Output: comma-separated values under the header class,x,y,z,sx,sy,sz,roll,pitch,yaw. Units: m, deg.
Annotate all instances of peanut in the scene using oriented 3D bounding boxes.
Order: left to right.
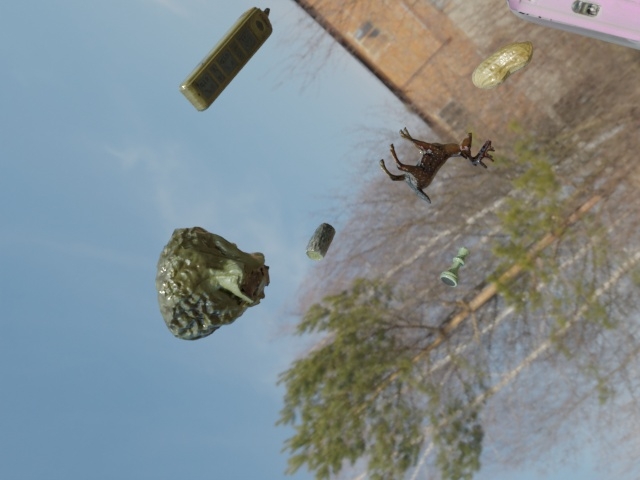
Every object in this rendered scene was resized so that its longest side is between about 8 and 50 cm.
class,x,y,z,sx,sy,sz,roll,pitch,yaw
peanut,0.506,-0.488,1.917,0.083,0.194,0.093,48,-135,-12

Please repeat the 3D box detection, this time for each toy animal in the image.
class,x,y,z,sx,sy,sz,roll,pitch,yaw
toy animal,0.317,-0.216,1.869,0.260,0.243,0.087,33,171,7

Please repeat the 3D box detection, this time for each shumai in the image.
class,x,y,z,sx,sy,sz,roll,pitch,yaw
shumai,-0.225,0.093,1.497,0.189,0.218,0.256,-72,-26,-68

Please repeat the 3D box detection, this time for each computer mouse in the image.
class,x,y,z,sx,sy,sz,roll,pitch,yaw
computer mouse,0.416,-0.350,0.949,0.310,0.158,0.072,17,-143,9

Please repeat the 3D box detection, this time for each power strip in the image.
class,x,y,z,sx,sy,sz,roll,pitch,yaw
power strip,-0.236,-0.502,1.841,0.092,0.066,0.387,49,-121,-30

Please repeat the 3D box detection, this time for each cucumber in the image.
class,x,y,z,sx,sy,sz,roll,pitch,yaw
cucumber,-0.001,0.002,1.978,0.064,0.064,0.112,38,-125,-19

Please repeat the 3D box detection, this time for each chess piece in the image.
class,x,y,z,sx,sy,sz,roll,pitch,yaw
chess piece,0.299,0.053,1.497,0.042,0.093,0.042,28,157,13
